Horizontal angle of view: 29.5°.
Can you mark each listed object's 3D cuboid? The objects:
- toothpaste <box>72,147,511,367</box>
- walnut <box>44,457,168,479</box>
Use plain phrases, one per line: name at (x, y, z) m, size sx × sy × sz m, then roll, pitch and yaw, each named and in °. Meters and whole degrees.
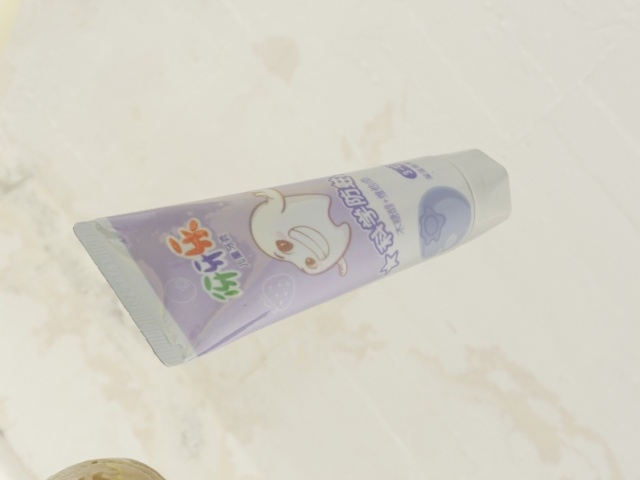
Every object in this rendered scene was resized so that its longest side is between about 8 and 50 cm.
toothpaste at (0.000, 0.000, 0.907) m, size 0.125 × 0.371 × 0.080 m, roll 54°, pitch -43°, yaw 22°
walnut at (-0.195, 0.312, 1.108) m, size 0.228 × 0.228 × 0.228 m, roll 29°, pitch -44°, yaw 33°
